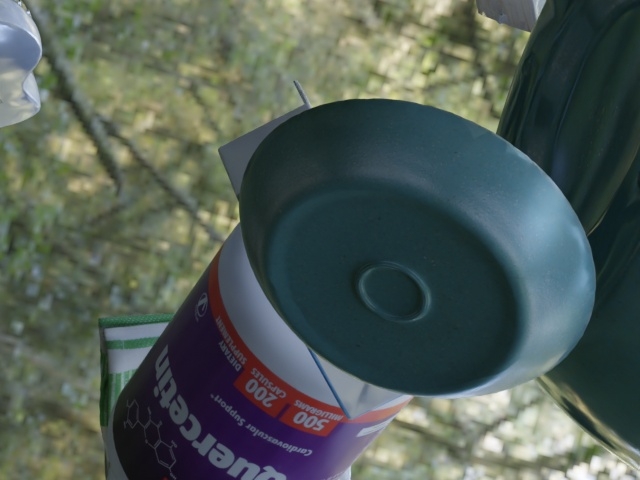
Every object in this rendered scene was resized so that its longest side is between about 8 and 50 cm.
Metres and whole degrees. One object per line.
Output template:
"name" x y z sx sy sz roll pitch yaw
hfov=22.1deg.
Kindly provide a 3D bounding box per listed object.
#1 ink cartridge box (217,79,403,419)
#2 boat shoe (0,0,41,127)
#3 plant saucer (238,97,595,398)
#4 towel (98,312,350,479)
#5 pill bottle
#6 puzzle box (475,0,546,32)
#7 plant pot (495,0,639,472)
"ink cartridge box" 0.000 0.000 0.893 0.104 0.060 0.180 62 2 -34
"boat shoe" -0.212 -0.130 1.021 0.228 0.080 0.076 106 -29 -81
"plant saucer" 0.026 0.010 0.515 0.021 0.119 0.119 -60 178 -44
"towel" -0.088 0.199 1.557 0.038 0.247 0.325 -111 -161 -54
"pill bottle" -0.051 0.125 1.281 0.323 0.181 0.181 -54 -159 40
"puzzle box" 0.151 -0.353 0.944 0.272 0.052 0.409 -49 144 -26
"plant pot" 0.203 -0.015 0.631 0.293 0.235 0.293 -164 -90 -75
